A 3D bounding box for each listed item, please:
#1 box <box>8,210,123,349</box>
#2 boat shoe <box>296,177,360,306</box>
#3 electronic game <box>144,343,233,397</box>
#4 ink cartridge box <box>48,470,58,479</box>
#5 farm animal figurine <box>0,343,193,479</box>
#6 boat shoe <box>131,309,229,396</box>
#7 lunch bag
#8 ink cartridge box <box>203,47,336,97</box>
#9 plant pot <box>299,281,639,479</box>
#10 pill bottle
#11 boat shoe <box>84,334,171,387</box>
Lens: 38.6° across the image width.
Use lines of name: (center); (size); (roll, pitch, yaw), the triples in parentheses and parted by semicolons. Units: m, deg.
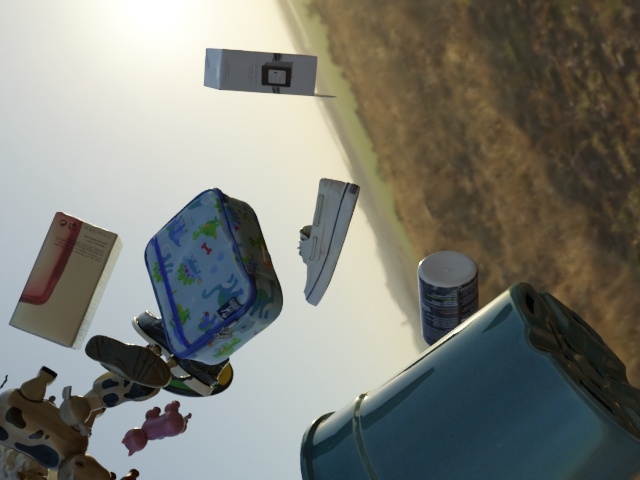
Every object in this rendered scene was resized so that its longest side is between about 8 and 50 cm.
box: (-0.483, 0.080, 1.752); (0.126, 0.232, 0.148); (21, 169, -5)
boat shoe: (0.000, 0.000, 1.657); (0.095, 0.084, 0.258); (-66, -6, -64)
electronic game: (-0.319, 0.300, 2.176); (0.229, 0.229, 0.048); (-109, 34, -62)
ink cartridge box: (-0.650, 0.470, 1.861); (0.278, 0.117, 0.201); (40, 180, 35)
farm animal figurine: (-0.384, 0.308, 1.437); (0.172, 0.326, 0.330); (-56, -20, -66)
boat shoe: (-0.268, 0.197, 1.767); (0.302, 0.091, 0.114); (32, 173, 47)
lunch bag: (-0.155, 0.053, 1.279); (0.090, 0.176, 0.219); (25, -144, -48)
ink cartridge box: (-0.073, -0.247, 1.346); (0.104, 0.180, 0.060); (-150, 63, -66)
plant pot: (0.209, 0.249, 1.120); (0.341, 0.334, 0.341); (37, -159, -17)
pill bottle: (0.282, 0.155, 2.005); (0.130, 0.130, 0.246); (-111, 11, -54)
boat shoe: (-0.263, 0.171, 1.276); (0.135, 0.050, 0.045); (23, 160, 19)
